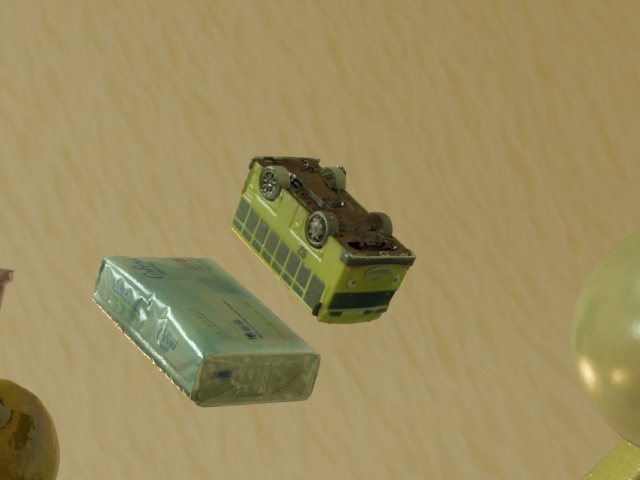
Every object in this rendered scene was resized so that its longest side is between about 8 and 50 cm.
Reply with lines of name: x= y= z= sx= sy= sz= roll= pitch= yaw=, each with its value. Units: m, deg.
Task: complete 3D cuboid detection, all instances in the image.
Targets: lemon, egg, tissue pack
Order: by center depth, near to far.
egg: x=0.288 y=0.076 z=1.200 sx=0.189 sy=0.188 sz=0.254 roll=-23 pitch=2 yaw=-1
tissue pack: x=-0.141 y=0.104 z=1.948 sx=0.177 sy=0.263 sz=0.089 roll=1 pitch=-67 yaw=-38
lemon: x=-0.431 y=0.282 z=2.089 sx=0.184 sy=0.184 sz=0.248 roll=-20 pitch=-34 yaw=-11

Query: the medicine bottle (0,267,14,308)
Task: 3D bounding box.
medicine bottle: x=-0.445 y=0.232 z=1.825 sx=0.108 sy=0.426 sz=0.108 roll=11 pitch=-2 yaw=0

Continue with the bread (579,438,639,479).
bread: x=0.340 y=0.270 z=1.686 sx=0.147 sy=0.127 sz=0.152 roll=-39 pitch=19 yaw=-1

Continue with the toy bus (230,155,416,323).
toy bus: x=0.000 y=0.000 z=1.458 sx=0.088 sy=0.175 sz=0.101 roll=1 pitch=-57 yaw=-39
